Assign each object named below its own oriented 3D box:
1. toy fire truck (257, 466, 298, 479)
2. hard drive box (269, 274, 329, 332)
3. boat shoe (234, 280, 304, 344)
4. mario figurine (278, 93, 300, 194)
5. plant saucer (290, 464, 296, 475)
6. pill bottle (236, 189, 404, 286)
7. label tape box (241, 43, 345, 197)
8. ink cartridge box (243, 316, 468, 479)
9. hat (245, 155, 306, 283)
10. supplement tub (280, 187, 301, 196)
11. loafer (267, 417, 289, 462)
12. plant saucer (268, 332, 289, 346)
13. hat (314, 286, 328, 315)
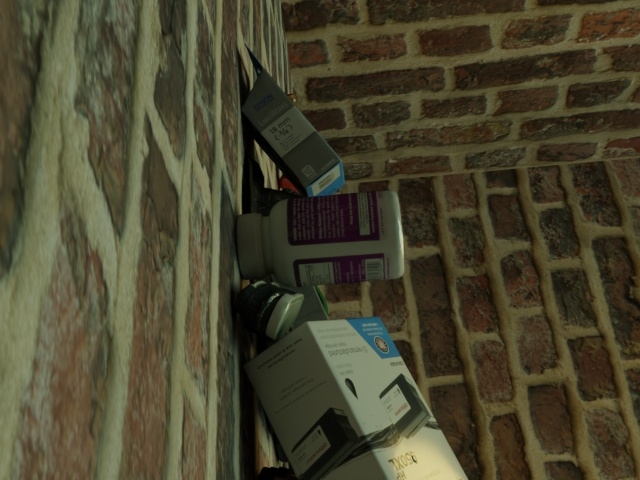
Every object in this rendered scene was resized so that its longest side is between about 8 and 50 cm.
[{"bbox_3d":[-0.048,0.553,1.605,0.217,0.158,0.246,59,46,-74],"label":"toy fire truck"},{"bbox_3d":[-0.042,0.172,2.120,0.181,0.089,0.232,80,-13,-61],"label":"hard drive box"},{"bbox_3d":[-0.094,0.125,1.613,0.114,0.091,0.302,-63,175,-11],"label":"boat shoe"},{"bbox_3d":[-0.050,-0.282,2.674,0.198,0.170,0.320,-41,126,-44],"label":"mario figurine"},{"bbox_3d":[-0.049,0.602,2.399,0.258,0.048,0.259,-91,176,-63],"label":"plant saucer"},{"bbox_3d":[0.000,0.000,1.654,0.169,0.302,0.169,-4,90,-88],"label":"pill bottle"},{"bbox_3d":[-0.089,-0.245,1.974,0.333,0.106,0.240,51,-3,9],"label":"label tape box"},{"bbox_3d":[0.077,0.346,1.577,0.285,0.166,0.395,4,53,-59],"label":"ink cartridge box"},{"bbox_3d":[-0.080,-0.027,1.886,0.331,0.134,0.331,-5,90,-87],"label":"hat"},{"bbox_3d":[-0.033,-0.032,2.098,0.117,0.190,0.117,-52,166,-18],"label":"supplement tub"},{"bbox_3d":[-0.059,0.389,1.928,0.302,0.095,0.109,83,5,-51],"label":"loafer"},{"bbox_3d":[-0.049,0.275,1.879,0.310,0.050,0.310,61,-4,7],"label":"plant saucer"},{"bbox_3d":[-0.096,0.201,2.352,0.173,0.183,0.208,-2,56,-57],"label":"hat"}]
